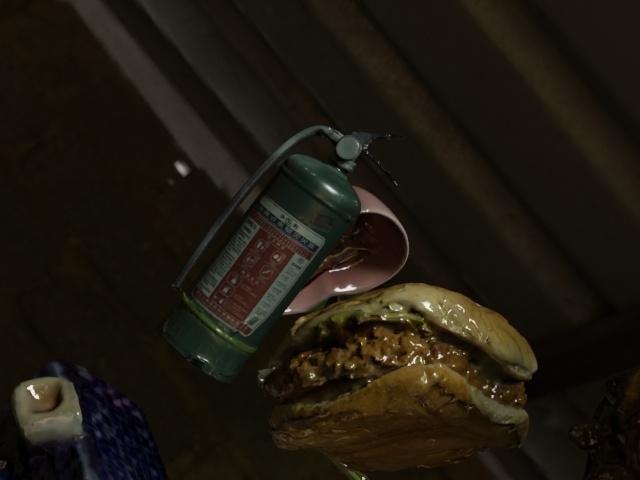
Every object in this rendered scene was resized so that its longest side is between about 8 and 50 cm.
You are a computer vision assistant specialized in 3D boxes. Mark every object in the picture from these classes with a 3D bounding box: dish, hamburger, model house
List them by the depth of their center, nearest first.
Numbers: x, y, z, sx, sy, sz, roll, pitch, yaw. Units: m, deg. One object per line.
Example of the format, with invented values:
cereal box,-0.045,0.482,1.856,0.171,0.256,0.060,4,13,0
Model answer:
model house,-0.271,0.249,1.081,0.243,0.299,0.284,-122,-150,-49
hamburger,0.082,0.145,1.327,0.260,0.144,0.283,-14,-22,25
dish,0.000,0.000,1.626,0.213,0.213,0.090,93,-22,-55

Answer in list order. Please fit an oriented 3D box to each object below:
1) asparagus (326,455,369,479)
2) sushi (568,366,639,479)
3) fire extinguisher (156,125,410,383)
asparagus,0.055,0.322,1.705,0.248,0.025,0.024,47,-34,-10
sushi,0.316,0.231,1.112,0.200,0.213,0.204,-14,-49,12
fire extinguisher,-0.036,-0.005,1.232,0.118,0.294,0.093,38,6,5
